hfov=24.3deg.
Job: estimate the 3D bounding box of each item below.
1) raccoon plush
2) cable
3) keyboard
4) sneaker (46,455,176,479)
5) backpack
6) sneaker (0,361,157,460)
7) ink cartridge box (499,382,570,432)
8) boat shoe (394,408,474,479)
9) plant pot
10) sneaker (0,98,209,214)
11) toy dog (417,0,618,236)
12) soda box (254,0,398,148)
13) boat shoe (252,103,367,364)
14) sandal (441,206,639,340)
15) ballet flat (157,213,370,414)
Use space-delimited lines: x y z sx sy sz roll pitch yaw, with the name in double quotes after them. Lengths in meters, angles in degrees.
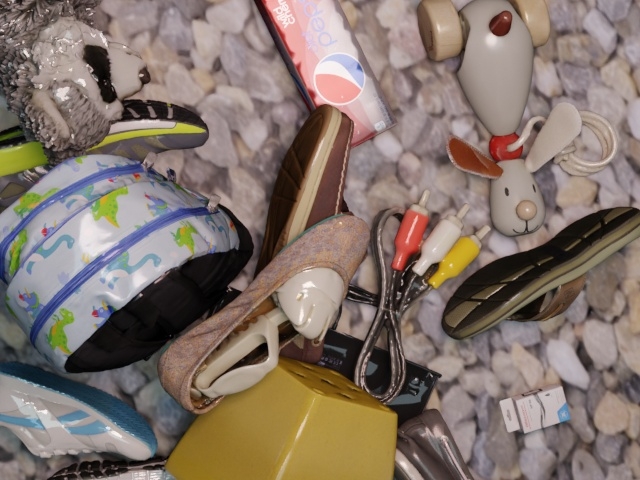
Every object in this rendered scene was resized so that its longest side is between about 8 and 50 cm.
-0.417 -0.234 1.777 0.446 0.216 0.299 1 78 21 "raccoon plush"
0.100 0.068 1.914 0.139 0.072 0.287 30 74 -6 "cable"
0.008 0.134 1.957 0.317 0.033 0.201 23 94 -9 "keyboard"
-0.258 0.335 1.922 0.208 0.081 0.094 -2 98 -7 "sneaker"
-0.244 0.034 1.740 0.290 0.355 0.273 -35 100 6 "backpack"
-0.320 0.236 1.908 0.229 0.087 0.092 22 100 -1 "sneaker"
0.288 0.227 1.998 0.083 0.028 0.048 -17 97 -4 "ink cartridge box"
0.208 0.367 1.959 0.095 0.112 0.335 -41 104 -13 "boat shoe"
-0.028 0.256 1.834 0.212 0.212 0.187 19 96 -39 "plant pot"
-0.285 -0.098 1.875 0.300 0.111 0.121 -12 112 -3 "sneaker"
0.242 -0.176 1.886 0.220 0.161 0.333 -33 98 -2 "toy dog"
-0.003 -0.244 1.891 0.092 0.083 0.263 -27 97 -4 "soda box"
0.000 0.000 1.865 0.123 0.123 0.342 11 103 -16 "boat shoe"
0.300 0.056 1.944 0.303 0.120 0.086 -27 112 -4 "sandal"
-0.053 0.099 1.771 0.316 0.106 0.107 -41 130 8 "ballet flat"
